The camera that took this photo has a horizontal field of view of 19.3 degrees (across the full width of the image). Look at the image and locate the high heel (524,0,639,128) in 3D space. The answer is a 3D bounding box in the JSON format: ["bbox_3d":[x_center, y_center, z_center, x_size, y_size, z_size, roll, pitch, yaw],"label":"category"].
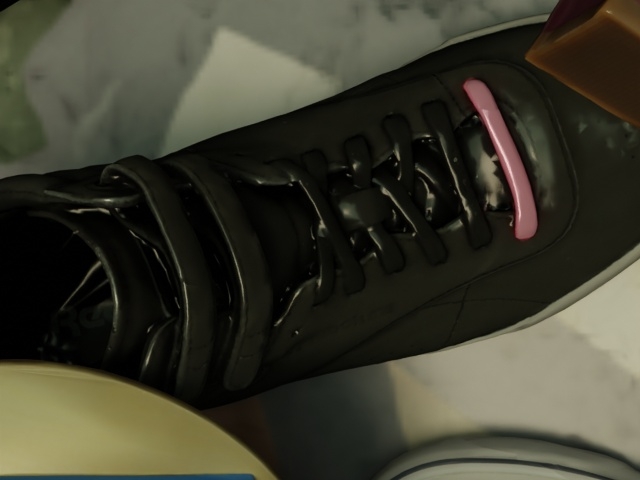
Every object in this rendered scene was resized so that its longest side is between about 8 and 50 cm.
[{"bbox_3d":[0.028,-0.194,0.562,0.377,0.127,0.181,35,72,-20],"label":"high heel"}]

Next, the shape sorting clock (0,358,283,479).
[{"bbox_3d":[-0.091,0.134,0.560,0.206,0.040,0.206,-2,107,-6],"label":"shape sorting clock"}]

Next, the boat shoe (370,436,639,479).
[{"bbox_3d":[0.128,0.141,0.628,0.258,0.084,0.095,20,98,8],"label":"boat shoe"}]

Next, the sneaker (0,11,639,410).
[{"bbox_3d":[0.000,0.001,0.610,0.296,0.147,0.104,-20,89,10],"label":"sneaker"}]

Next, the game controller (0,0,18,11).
[{"bbox_3d":[-0.112,-0.175,0.658,0.319,0.067,0.166,-30,89,11],"label":"game controller"}]
